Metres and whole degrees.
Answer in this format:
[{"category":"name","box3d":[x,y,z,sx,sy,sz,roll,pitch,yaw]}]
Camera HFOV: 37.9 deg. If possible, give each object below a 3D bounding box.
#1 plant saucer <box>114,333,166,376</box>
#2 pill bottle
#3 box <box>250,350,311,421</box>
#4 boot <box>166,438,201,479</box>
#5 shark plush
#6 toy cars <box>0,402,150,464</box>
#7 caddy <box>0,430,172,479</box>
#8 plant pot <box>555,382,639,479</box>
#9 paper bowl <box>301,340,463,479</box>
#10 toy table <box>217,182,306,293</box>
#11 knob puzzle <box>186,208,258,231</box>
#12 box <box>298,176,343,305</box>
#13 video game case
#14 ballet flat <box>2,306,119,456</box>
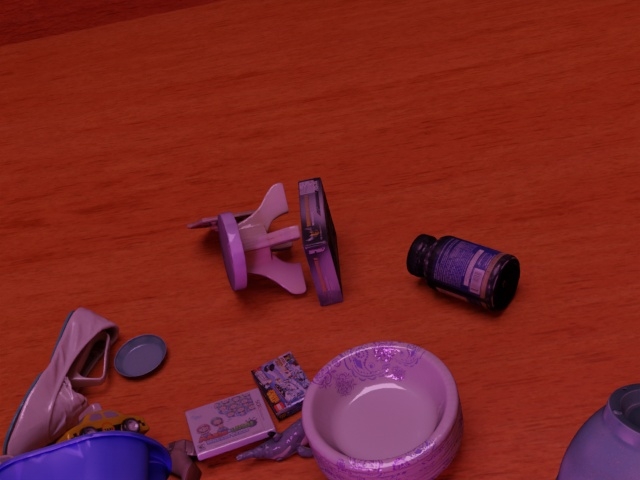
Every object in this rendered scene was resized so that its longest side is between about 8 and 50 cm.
[{"category":"plant saucer","box3d":[-0.391,0.257,2.042,0.119,0.021,0.119,-10,42,9]},{"category":"pill bottle","box3d":[0.296,0.060,1.957,0.219,0.123,0.123,20,53,34]},{"category":"box","box3d":[-0.073,0.294,1.891,0.094,0.027,0.137,-25,41,-12]},{"category":"boot","box3d":[-0.273,0.436,1.795,0.086,0.042,0.118,-4,41,23]},{"category":"shark plush","box3d":[-0.083,0.376,1.772,0.161,0.067,0.073,-13,41,4]},{"category":"toy cars","box3d":[-0.529,0.407,1.794,0.393,0.176,0.087,-24,68,-9]},{"category":"caddy","box3d":[-0.431,0.458,1.669,0.341,0.241,0.179,-17,45,-1]},{"category":"plant pot","box3d":[0.515,0.345,1.435,0.293,0.196,0.293,2,22,-1]},{"category":"paper bowl","box3d":[0.117,0.334,1.693,0.284,0.148,0.284,-9,41,8]},{"category":"toy table","box3d":[-0.135,0.009,2.087,0.160,0.252,0.274,-12,7,-9]},{"category":"knob puzzle","box3d":[-0.228,-0.040,2.249,0.213,0.030,0.213,-12,-2,0]},{"category":"box","box3d":[0.000,0.000,2.076,0.056,0.183,0.231,-11,42,5]},{"category":"video game case","box3d":[-0.178,0.358,1.831,0.157,0.019,0.143,-17,30,-10]},{"category":"ballet flat","box3d":[-0.531,0.304,1.971,0.139,0.139,0.400,-1,42,17]}]
